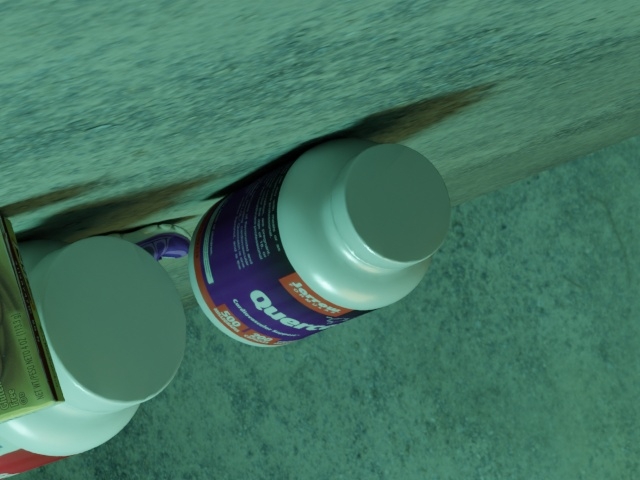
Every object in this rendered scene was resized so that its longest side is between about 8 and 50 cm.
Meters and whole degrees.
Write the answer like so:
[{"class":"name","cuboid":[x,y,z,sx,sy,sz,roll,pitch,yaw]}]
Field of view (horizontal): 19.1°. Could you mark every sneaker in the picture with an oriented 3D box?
[{"class":"sneaker","cuboid":[-0.215,0.025,2.185,0.068,0.071,0.170,-22,174,43]}]

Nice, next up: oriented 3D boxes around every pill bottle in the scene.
[{"class":"pill bottle","cuboid":[0.000,0.000,2.012,0.181,0.181,0.323,-15,175,-31]},{"class":"pill bottle","cuboid":[-0.328,0.130,2.016,0.229,0.229,0.407,-14,174,-43]}]

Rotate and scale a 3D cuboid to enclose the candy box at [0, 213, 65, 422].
[{"class":"candy box","cuboid":[-0.411,0.109,1.726,0.316,0.183,0.087,-18,175,-3]}]
